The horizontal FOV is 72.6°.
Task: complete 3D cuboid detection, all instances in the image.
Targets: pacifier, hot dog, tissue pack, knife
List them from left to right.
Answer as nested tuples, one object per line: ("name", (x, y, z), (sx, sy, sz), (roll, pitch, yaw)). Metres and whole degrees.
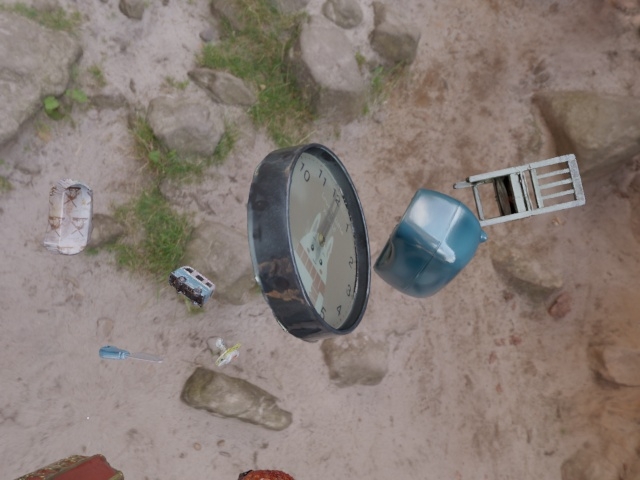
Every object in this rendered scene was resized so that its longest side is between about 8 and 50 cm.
("hot dog", (-0.597, -0.052, 1.040), (0.059, 0.191, 0.108), (27, 20, 30))
("knife", (-0.554, 0.339, 1.292), (0.058, 0.243, 0.032), (3, 87, -70))
("pacifier", (-0.233, 0.266, 1.055), (0.064, 0.068, 0.083), (48, 29, 12))
("tissue pack", (0.271, 0.023, 1.095), (0.205, 0.288, 0.198), (30, 61, 8))

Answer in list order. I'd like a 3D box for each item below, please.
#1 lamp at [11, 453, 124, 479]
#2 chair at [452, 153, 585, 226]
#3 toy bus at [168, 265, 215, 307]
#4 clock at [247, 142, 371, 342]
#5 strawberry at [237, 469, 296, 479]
("lamp", (-0.454, 0.472, 0.741), (0.176, 0.274, 0.177), (0, 77, 2))
("chair", (0.504, -0.121, 1.133), (0.270, 0.147, 0.137), (-13, 88, 2))
("toy bus", (-0.366, 0.126, 1.250), (0.122, 0.060, 0.075), (34, 41, 9))
("clock", (0.000, 0.000, 0.851), (0.386, 0.076, 0.387), (31, 54, -57))
("strawberry", (-0.118, 0.756, 1.162), (0.238, 0.288, 0.251), (30, 58, -50))
